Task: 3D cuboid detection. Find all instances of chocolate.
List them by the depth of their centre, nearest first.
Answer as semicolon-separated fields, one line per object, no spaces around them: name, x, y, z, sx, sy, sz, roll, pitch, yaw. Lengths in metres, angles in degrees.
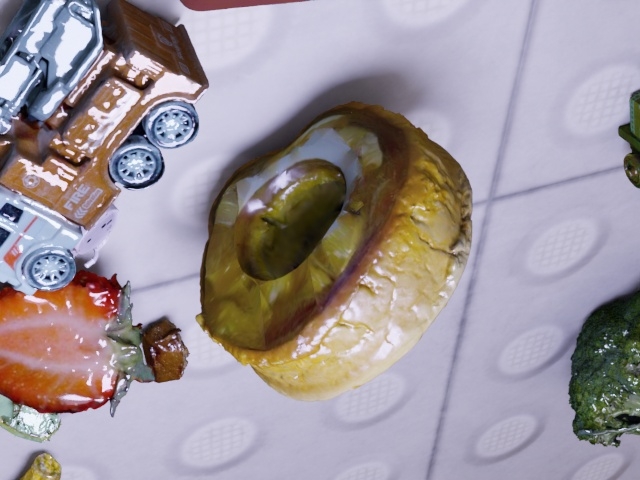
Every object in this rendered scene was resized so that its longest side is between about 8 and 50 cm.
chocolate;-0.408;0.375;1.721;0.085;0.085;0.219;5;129;-35

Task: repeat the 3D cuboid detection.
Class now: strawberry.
strawberry;-0.315;0.124;1.450;0.228;0.098;0.174;-12;102;-5

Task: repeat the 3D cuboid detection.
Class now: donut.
donut;0.000;0.000;1.373;0.330;0.330;0.160;-40;129;15

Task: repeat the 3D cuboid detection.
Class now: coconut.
coconut;-0.354;0.183;1.547;0.133;0.055;0.158;14;132;-36

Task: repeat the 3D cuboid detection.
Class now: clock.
clock;-0.272;0.007;1.373;0.129;0.041;0.087;-45;169;-26

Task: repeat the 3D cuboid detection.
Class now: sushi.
sushi;-0.194;0.141;1.600;0.055;0.052;0.120;-17;141;-15

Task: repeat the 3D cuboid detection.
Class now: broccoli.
broccoli;0.512;0.219;1.936;0.304;0.283;0.321;-51;156;12

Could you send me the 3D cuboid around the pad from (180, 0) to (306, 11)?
pad;-0.041;-0.332;1.196;0.181;0.004;0.267;-10;138;-22

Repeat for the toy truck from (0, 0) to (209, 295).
toy truck;-0.276;-0.090;1.232;0.184;0.133;0.338;29;113;-36

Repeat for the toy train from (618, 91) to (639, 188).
toy train;0.457;-0.109;1.589;0.090;0.225;0.137;-21;125;-12
